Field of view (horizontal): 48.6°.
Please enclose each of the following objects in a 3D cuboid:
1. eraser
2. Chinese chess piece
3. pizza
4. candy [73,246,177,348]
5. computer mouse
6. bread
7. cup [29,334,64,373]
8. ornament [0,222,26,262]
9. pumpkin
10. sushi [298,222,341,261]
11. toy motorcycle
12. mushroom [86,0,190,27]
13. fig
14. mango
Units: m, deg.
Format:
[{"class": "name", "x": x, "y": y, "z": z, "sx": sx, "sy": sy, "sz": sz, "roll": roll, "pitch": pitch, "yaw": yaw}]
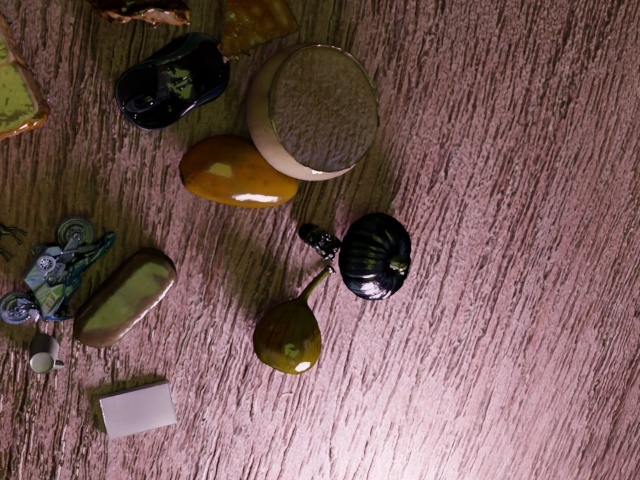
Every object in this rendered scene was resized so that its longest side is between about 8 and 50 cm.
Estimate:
[{"class": "eraser", "x": -0.393, "y": 0.367, "z": 1.536, "sx": 0.150, "sy": 0.023, "sz": 0.104, "roll": -11, "pitch": 107, "yaw": -14}, {"class": "Chinese chess piece", "x": -0.014, "y": -0.253, "z": 1.398, "sx": 0.270, "sy": 0.112, "sz": 0.270, "roll": 1, "pitch": 89, "yaw": -31}, {"class": "pizza", "x": -0.153, "y": -0.430, "z": 1.365, "sx": 0.201, "sy": 0.053, "sz": 0.193, "roll": 47, "pitch": 67, "yaw": -27}, {"class": "candy", "x": -0.393, "y": 0.116, "z": 1.426, "sx": 0.102, "sy": 0.104, "sz": 0.234, "roll": 43, "pitch": 89, "yaw": -17}, {"class": "computer mouse", "x": -0.276, "y": -0.300, "z": 1.352, "sx": 0.233, "sy": 0.096, "sz": 0.137, "roll": -34, "pitch": 112, "yaw": -7}, {"class": "bread", "x": -0.612, "y": -0.246, "z": 1.164, "sx": 0.279, "sy": 0.279, "sz": 0.207, "roll": -22, "pitch": 110, "yaw": -10}, {"class": "cup", "x": -0.552, "y": 0.237, "z": 1.419, "sx": 0.054, "sy": 0.083, "sz": 0.075, "roll": -20, "pitch": 111, "yaw": -12}, {"class": "ornament", "x": -0.638, "y": -0.012, "z": 1.355, "sx": 0.125, "sy": 0.028, "sz": 0.073, "roll": 30, "pitch": 95, "yaw": -24}, {"class": "pumpkin", "x": 0.120, "y": 0.035, "z": 1.535, "sx": 0.150, "sy": 0.194, "sz": 0.194, "roll": 12, "pitch": 102, "yaw": 12}, {"class": "sushi", "x": 0.000, "y": 0.000, "z": 1.526, "sx": 0.083, "sy": 0.084, "sz": 0.056, "roll": 39, "pitch": 90, "yaw": -21}, {"class": "toy motorcycle", "x": -0.507, "y": 0.070, "z": 1.387, "sx": 0.135, "sy": 0.092, "sz": 0.254, "roll": 40, "pitch": 81, "yaw": -31}, {"class": "mushroom", "x": -0.335, "y": -0.575, "z": 1.146, "sx": 0.331, "sy": 0.356, "sz": 0.334, "roll": 13, "pitch": 144, "yaw": 6}, {"class": "fig", "x": -0.054, "y": 0.158, "z": 1.537, "sx": 0.151, "sy": 0.151, "sz": 0.259, "roll": 23, "pitch": 75, "yaw": -21}, {"class": "mango", "x": -0.158, "y": -0.137, "z": 1.424, "sx": 0.253, "sy": 0.113, "sz": 0.138, "roll": 11, "pitch": 89, "yaw": -26}]
